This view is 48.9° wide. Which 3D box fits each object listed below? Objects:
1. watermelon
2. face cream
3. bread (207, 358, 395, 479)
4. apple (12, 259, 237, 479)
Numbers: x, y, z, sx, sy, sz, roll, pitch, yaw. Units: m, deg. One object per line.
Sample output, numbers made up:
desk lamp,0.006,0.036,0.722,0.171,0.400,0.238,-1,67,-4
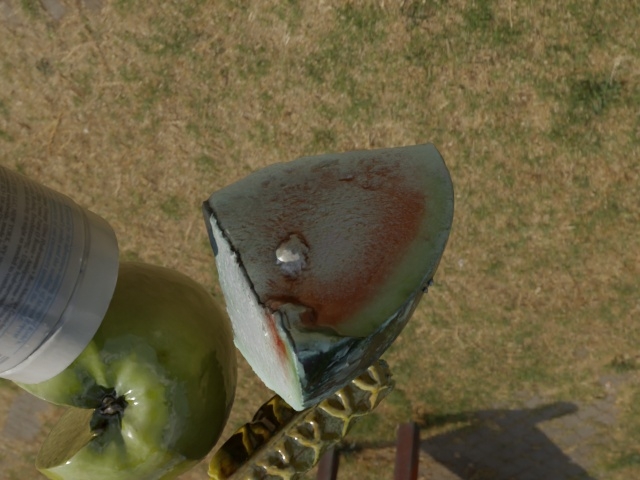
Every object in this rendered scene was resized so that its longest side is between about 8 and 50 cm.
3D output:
watermelon,0.000,0.000,0.656,0.213,0.320,0.289,41,87,-4
face cream,-0.295,0.024,0.625,0.177,0.177,0.153,-20,145,30
bread,-0.028,0.232,0.875,0.098,0.269,0.087,48,171,-2
apple,-0.245,0.167,0.871,0.291,0.254,0.292,-2,99,-9
